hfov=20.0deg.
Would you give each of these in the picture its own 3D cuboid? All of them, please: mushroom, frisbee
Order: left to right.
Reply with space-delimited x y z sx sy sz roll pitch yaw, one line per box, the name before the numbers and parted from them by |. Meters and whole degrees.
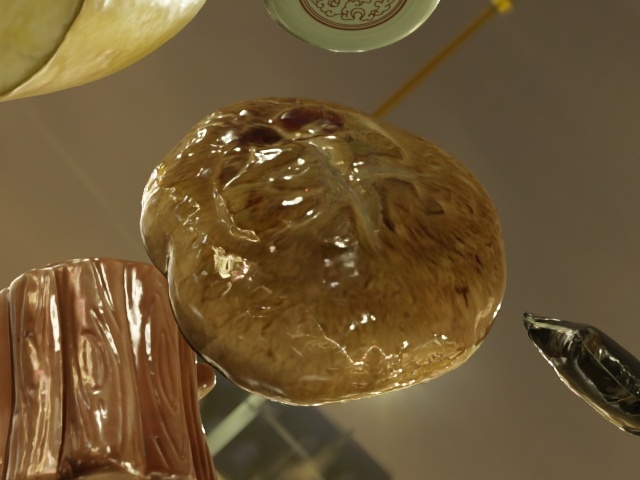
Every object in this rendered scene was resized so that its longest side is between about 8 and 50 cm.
mushroom | 0.000 0.000 1.256 0.278 0.278 0.146 39 -43 24
frisbee | 0.018 -0.152 1.057 0.014 0.110 0.110 -93 166 -44

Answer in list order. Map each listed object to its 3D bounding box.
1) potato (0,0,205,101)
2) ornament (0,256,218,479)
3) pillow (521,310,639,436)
potato | -0.108 -0.155 0.781 0.178 0.158 0.203 -44 -111 28
ornament | -0.187 0.143 1.570 0.235 0.221 0.217 119 -30 -56
pillow | 0.231 0.110 1.447 0.150 0.048 0.090 42 -25 -19
